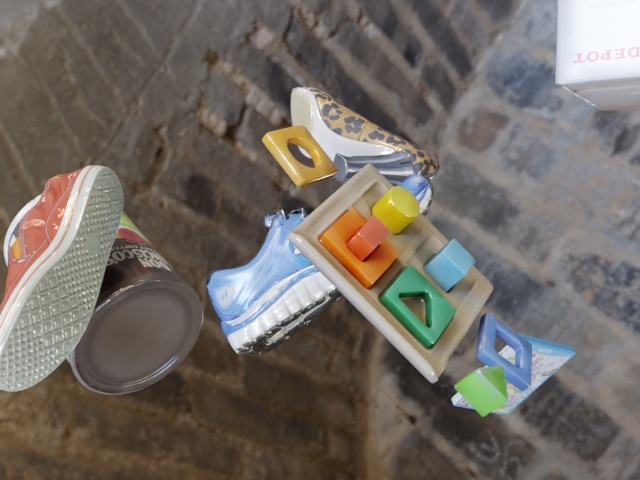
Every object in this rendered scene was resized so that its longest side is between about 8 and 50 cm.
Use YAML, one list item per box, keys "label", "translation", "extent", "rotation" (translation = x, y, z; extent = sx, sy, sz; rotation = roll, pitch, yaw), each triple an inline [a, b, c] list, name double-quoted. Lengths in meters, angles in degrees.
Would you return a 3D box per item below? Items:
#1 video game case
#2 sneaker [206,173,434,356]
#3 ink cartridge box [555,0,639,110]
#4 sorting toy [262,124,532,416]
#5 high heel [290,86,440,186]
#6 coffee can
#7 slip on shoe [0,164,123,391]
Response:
- label: "video game case"
  translation: [0.295, 0.208, 1.290]
  extent: [0.119, 0.166, 0.015]
  rotation: [16, -143, -30]
- label: "sneaker"
  translation: [0.000, 0.000, 1.067]
  extent: [0.147, 0.330, 0.130]
  rotation: [54, 166, 15]
- label: "ink cartridge box"
  translation: [0.401, -0.304, 0.985]
  extent: [0.198, 0.270, 0.197]
  rotation: [1, 179, 33]
- label: "sorting toy"
  translation: [0.079, 0.014, 0.786]
  extent: [0.347, 0.047, 0.196]
  rotation: [45, -145, 1]
- label: "high heel"
  translation: [0.065, -0.165, 1.332]
  extent: [0.186, 0.093, 0.261]
  rotation: [0, -142, -29]
- label: "coffee can"
  translation: [-0.331, 0.068, 1.268]
  extent: [0.275, 0.201, 0.201]
  rotation: [41, -176, 39]
- label: "slip on shoe"
  translation: [-0.344, 0.041, 1.057]
  extent: [0.101, 0.331, 0.123]
  rotation: [-4, 140, 18]
